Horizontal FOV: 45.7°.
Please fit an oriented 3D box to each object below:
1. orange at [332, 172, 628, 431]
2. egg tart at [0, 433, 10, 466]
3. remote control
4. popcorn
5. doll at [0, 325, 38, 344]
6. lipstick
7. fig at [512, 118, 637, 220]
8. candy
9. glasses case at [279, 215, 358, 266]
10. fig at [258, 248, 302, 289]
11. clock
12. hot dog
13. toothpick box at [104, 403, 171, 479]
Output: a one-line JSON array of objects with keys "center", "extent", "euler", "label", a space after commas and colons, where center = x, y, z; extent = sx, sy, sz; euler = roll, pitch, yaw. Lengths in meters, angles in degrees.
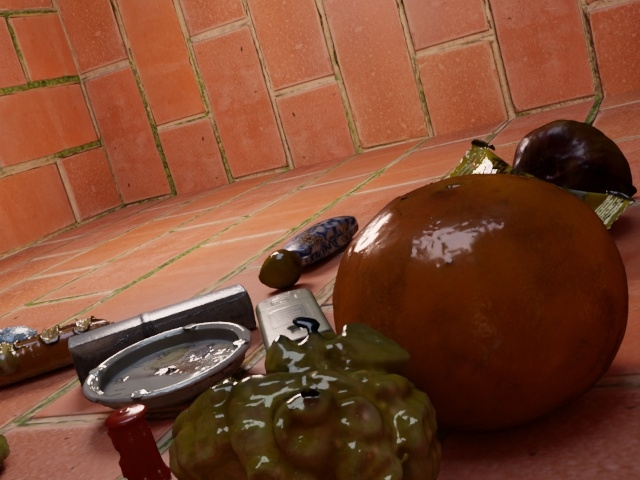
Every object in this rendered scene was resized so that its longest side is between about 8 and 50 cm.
[{"center": [0.152, 0.053, 0.746], "extent": [0.283, 0.226, 0.284], "euler": [-16, 17, 5], "label": "orange"}, {"center": [-0.486, 0.274, 0.925], "extent": [0.197, 0.078, 0.197], "euler": [-18, 12, 4], "label": "egg tart"}, {"center": [-0.042, 0.123, 1.127], "extent": [0.098, 0.038, 0.233], "euler": [-18, 13, -6], "label": "remote control"}, {"center": [-0.011, 0.157, 0.603], "extent": [0.218, 0.170, 0.189], "euler": [-4, 17, 24], "label": "popcorn"}, {"center": [-0.616, 0.205, 1.415], "extent": [0.179, 0.075, 0.120], "euler": [-19, 9, -18], "label": "doll"}, {"center": [-0.246, 0.144, 1.203], "extent": [0.289, 0.076, 0.077], "euler": [-19, 11, -14], "label": "lipstick"}, {"center": [0.450, -0.103, 1.231], "extent": [0.290, 0.191, 0.190], "euler": [-6, 7, -23], "label": "fig"}, {"center": [0.286, -0.044, 1.131], "extent": [0.187, 0.081, 0.297], "euler": [-49, 41, -7], "label": "candy"}, {"center": [0.000, 0.000, 1.577], "extent": [0.086, 0.065, 0.248], "euler": [-7, 14, 29], "label": "glasses case"}, {"center": [-0.078, 0.057, 1.408], "extent": [0.088, 0.074, 0.074], "euler": [-29, 7, 20], "label": "fig"}, {"center": [-0.202, 0.180, 1.039], "extent": [0.236, 0.053, 0.236], "euler": [-16, 14, 4], "label": "clock"}, {"center": [-0.483, 0.193, 1.315], "extent": [0.269, 0.072, 0.109], "euler": [-17, 9, -11], "label": "hot dog"}, {"center": [-0.190, 0.214, 0.788], "extent": [0.047, 0.083, 0.047], "euler": [-17, 11, 3], "label": "toothpick box"}]
